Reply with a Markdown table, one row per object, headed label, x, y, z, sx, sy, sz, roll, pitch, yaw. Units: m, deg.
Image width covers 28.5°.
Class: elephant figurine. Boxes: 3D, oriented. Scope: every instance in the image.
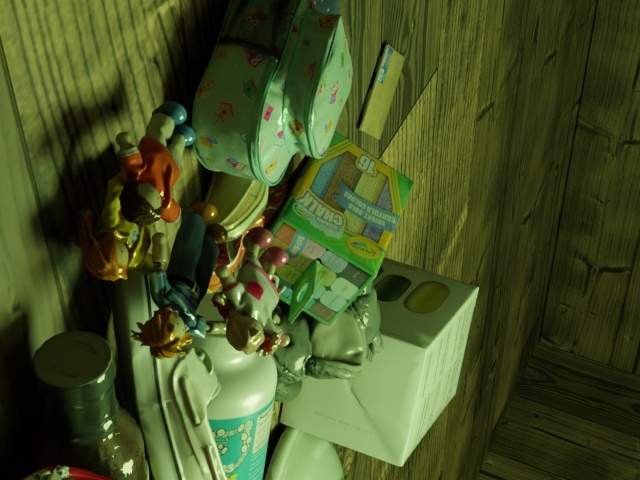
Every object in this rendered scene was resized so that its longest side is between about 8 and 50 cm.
| label | x | y | z | sx | sy | sz | roll | pitch | yaw |
| --- | --- | --- | --- | --- | --- | --- | --- | --- | --- |
| elephant figurine | -0.027 | 0.127 | 1.584 | 0.169 | 0.186 | 0.239 | 104 | 13 | -46 |

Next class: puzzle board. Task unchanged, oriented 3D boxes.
| label | x | y | z | sx | sy | sz | roll | pitch | yaw |
| --- | --- | --- | --- | --- | --- | --- | --- | --- | --- |
| puzzle board | 0.088 | -0.215 | 1.824 | 0.096 | 0.011 | 0.128 | 13 | 94 | -71 |

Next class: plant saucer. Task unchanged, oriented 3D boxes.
| label | x | y | z | sx | sy | sz | roll | pitch | yaw |
| --- | --- | --- | --- | --- | --- | --- | --- | --- | --- |
| plant saucer | -0.013 | 0.469 | 1.907 | 0.400 | 0.100 | 0.401 | 6 | 90 | -77 |

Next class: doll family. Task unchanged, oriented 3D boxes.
| label | x | y | z | sx | sy | sz | roll | pitch | yaw |
| --- | --- | --- | --- | --- | --- | --- | --- | --- | --- |
| doll family | -0.137 | 0.017 | 1.144 | 0.263 | 0.118 | 0.163 | 54 | 31 | -30 |

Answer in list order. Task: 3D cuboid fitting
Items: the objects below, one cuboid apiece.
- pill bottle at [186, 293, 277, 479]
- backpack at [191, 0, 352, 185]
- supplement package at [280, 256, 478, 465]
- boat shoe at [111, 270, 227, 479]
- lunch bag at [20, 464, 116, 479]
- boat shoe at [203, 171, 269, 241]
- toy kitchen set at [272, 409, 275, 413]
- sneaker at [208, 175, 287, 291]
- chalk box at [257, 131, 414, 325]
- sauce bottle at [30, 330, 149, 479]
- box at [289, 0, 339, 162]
| label | x | y | z | sx | sy | sz | roll | pitch | yaw |
| --- | --- | --- | --- | --- | --- | --- | --- | --- | --- |
| pill bottle | -0.127 | 0.193 | 1.363 | 0.146 | 0.146 | 0.264 | -41 | 144 | -58 |
| backpack | -0.050 | -0.150 | 1.269 | 0.188 | 0.144 | 0.166 | -63 | 166 | -17 |
| supplement package | 0.093 | 0.170 | 1.901 | 0.262 | 0.199 | 0.198 | -37 | 141 | -61 |
| boat shoe | -0.140 | 0.143 | 1.222 | 0.096 | 0.088 | 0.268 | -168 | -114 | -72 |
| lunch bag | -0.191 | 0.313 | 1.105 | 0.258 | 0.120 | 0.293 | -48 | 140 | 6 |
| boat shoe | -0.088 | -0.081 | 1.365 | 0.190 | 0.068 | 0.072 | -69 | 152 | -43 |
| toy kitchen set | -0.115 | 0.207 | 1.612 | 0.083 | 0.075 | 0.068 | -45 | -144 | 25 |
| sneaker | -0.096 | -0.018 | 1.417 | 0.175 | 0.064 | 0.067 | -53 | 175 | -33 |
| chalk box | 0.000 | 0.000 | 1.484 | 0.132 | 0.132 | 0.213 | -50 | -170 | 48 |
| sauce bottle | -0.214 | 0.228 | 1.191 | 0.111 | 0.111 | 0.344 | -54 | 156 | -45 |
| box | -0.021 | -0.218 | 1.461 | 0.225 | 0.036 | 0.136 | 89 | 26 | -43 |
